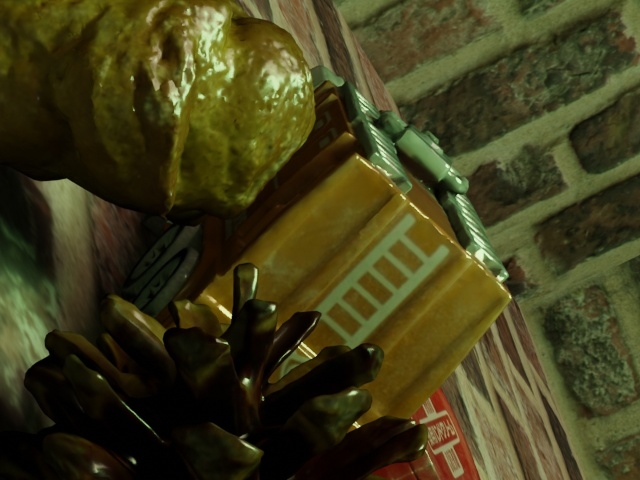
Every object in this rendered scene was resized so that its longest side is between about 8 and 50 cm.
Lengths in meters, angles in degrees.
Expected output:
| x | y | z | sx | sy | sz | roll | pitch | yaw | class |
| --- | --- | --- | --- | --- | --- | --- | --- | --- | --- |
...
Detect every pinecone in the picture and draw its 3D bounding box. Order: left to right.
| x | y | z | sx | sy | sz | roll | pitch | yaw | class |
| --- | --- | --- | --- | --- | --- | --- | --- | --- | --- |
| -0.048 | 0.120 | 0.855 | 0.229 | 0.201 | 0.202 | 38 | 0 | -7 | pinecone |

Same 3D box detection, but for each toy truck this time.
| x | y | z | sx | sy | sz | roll | pitch | yaw | class |
| --- | --- | --- | --- | --- | --- | --- | --- | --- | --- |
| 0.000 | 0.000 | 1.143 | 0.173 | 0.207 | 0.387 | 41 | 9 | -13 | toy truck |

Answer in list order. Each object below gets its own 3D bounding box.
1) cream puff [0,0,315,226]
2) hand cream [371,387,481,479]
| x | y | z | sx | sy | sz | roll | pitch | yaw | class |
| --- | --- | --- | --- | --- | --- | --- | --- | --- | --- |
| -0.126 | -0.100 | 0.944 | 0.268 | 0.155 | 0.241 | 18 | -1 | -12 | cream puff |
| 0.043 | 0.174 | 1.343 | 0.193 | 0.125 | 0.193 | 61 | 10 | -18 | hand cream |
